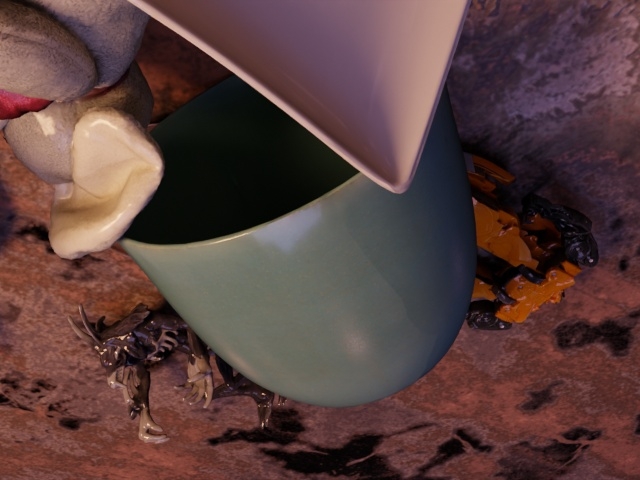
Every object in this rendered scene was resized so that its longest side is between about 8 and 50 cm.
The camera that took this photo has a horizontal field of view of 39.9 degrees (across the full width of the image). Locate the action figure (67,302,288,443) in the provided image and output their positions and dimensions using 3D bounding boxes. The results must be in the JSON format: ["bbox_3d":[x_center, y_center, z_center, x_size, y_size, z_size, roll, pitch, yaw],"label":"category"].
[{"bbox_3d":[-0.167,0.158,1.052,0.275,0.141,0.164,16,144,-25],"label":"action figure"}]

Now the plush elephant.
[{"bbox_3d":[-0.206,-0.148,0.622,0.330,0.272,0.255,10,134,-18],"label":"plush elephant"}]

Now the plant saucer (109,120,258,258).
[{"bbox_3d":[-0.153,-0.053,0.903,0.198,0.036,0.199,-3,136,-3],"label":"plant saucer"}]

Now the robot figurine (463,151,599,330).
[{"bbox_3d":[0.162,-0.002,0.962,0.291,0.085,0.211,26,128,-29],"label":"robot figurine"}]

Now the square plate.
[{"bbox_3d":[-0.025,-0.254,0.534,0.347,0.344,0.049,31,160,-33],"label":"square plate"}]

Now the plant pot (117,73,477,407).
[{"bbox_3d":[0.000,0.000,0.756,0.293,0.293,0.235,-18,122,12],"label":"plant pot"}]
